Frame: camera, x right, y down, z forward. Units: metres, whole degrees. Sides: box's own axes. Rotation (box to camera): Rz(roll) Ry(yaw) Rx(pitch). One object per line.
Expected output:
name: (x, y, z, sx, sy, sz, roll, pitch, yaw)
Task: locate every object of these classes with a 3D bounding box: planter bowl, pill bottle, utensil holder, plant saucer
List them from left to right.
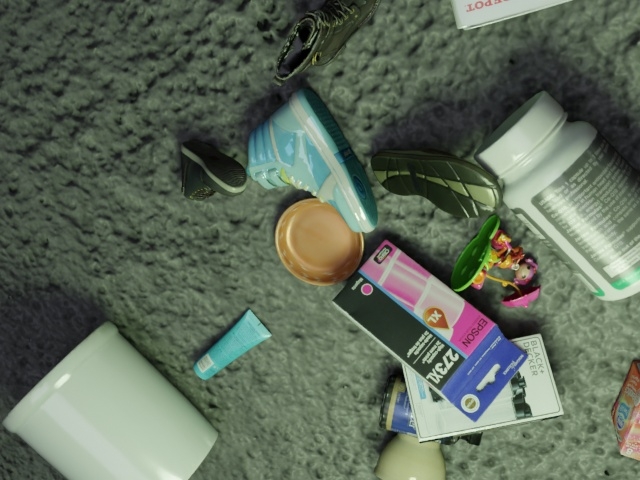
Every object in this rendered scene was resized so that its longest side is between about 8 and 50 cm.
utensil holder: (-0.482, 0.437, 1.629, 0.385, 0.327, 0.327, 44, 114, -3)
plant saucer: (0.000, 0.000, 1.497, 0.200, 0.037, 0.200, 5, 109, 15)
planter bowl: (0.210, 0.490, 1.547, 0.162, 0.162, 0.109, 13, 85, 12)
pill bottle: (0.246, 0.375, 1.504, 0.219, 0.123, 0.123, 11, 110, 12)
pill bottle: (0.464, -0.082, 1.244, 0.361, 0.204, 0.204, 45, 114, -2)

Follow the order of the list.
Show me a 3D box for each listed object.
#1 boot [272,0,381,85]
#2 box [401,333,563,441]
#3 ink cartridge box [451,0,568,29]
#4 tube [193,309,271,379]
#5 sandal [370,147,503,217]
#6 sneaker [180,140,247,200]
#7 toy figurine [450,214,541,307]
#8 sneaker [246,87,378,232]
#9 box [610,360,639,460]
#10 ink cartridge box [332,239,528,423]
boot: (0.019, -0.402, 1.251, 0.091, 0.229, 0.263, 34, 114, 3)
box: (0.324, 0.302, 1.403, 0.290, 0.087, 0.169, -11, 70, 5)
ink cartridge box: (0.311, -0.532, 1.182, 0.211, 0.121, 0.289, -10, 105, 19)
tube: (-0.216, 0.254, 1.641, 0.207, 0.052, 0.080, -40, 99, 18)
sandal: (0.221, -0.131, 1.314, 0.303, 0.086, 0.120, 24, 140, 45)
sneaker: (-0.228, -0.120, 1.469, 0.222, 0.083, 0.118, 40, 131, 43)
toy figurine: (0.376, 0.060, 1.387, 0.159, 0.130, 0.173, 29, 89, -9)
sneaker: (-0.029, -0.126, 1.415, 0.208, 0.127, 0.319, -30, 86, 21)
box: (0.747, 0.367, 1.343, 0.300, 0.154, 0.142, 16, 112, 9)
ink cartridge box: (0.217, 0.177, 1.386, 0.371, 0.069, 0.176, 39, 83, 17)
